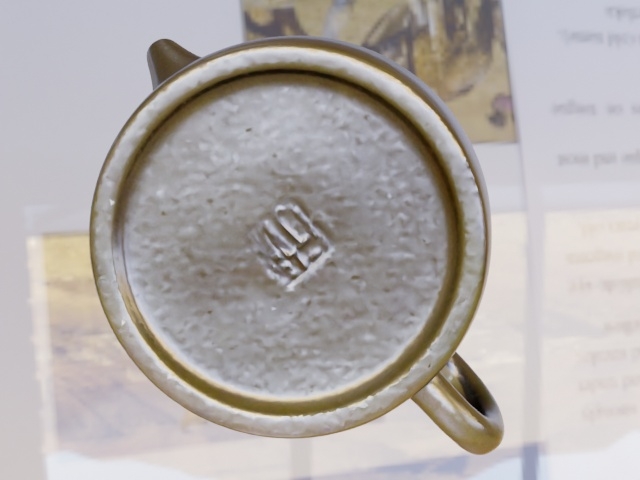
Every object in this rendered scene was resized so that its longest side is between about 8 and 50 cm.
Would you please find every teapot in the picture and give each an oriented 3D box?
[{"bbox_3d":[0.000,0.000,0.616,0.185,0.267,0.175,-41,-177,10],"label":"teapot"}]
